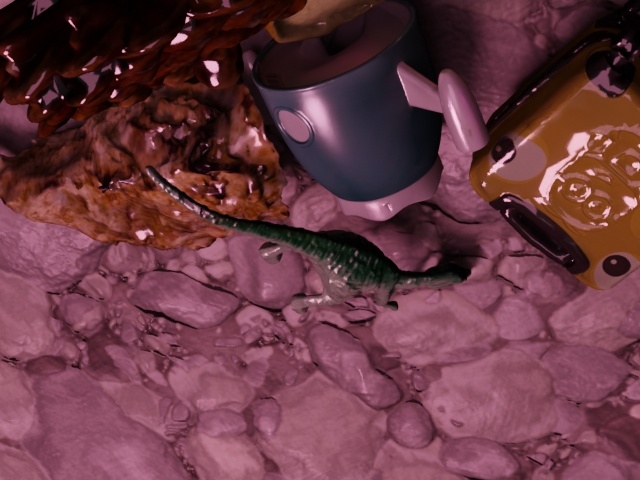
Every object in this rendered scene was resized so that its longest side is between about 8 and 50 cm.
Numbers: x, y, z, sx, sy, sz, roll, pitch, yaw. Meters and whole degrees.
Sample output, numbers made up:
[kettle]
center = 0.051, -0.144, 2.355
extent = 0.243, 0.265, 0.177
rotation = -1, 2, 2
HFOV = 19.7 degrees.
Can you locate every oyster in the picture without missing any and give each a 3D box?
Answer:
[oyster]
center = -0.179, -0.048, 1.881
extent = 0.396, 0.111, 0.204
rotation = -8, 128, 38

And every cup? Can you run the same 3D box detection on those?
[cup]
center = 0.041, -0.118, 1.740
extent = 0.299, 0.167, 0.173
rotation = 11, 135, 46

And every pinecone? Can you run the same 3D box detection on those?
[pinecone]
center = -0.141, -0.279, 1.406
extent = 0.397, 0.398, 0.398
rotation = 9, 125, 13

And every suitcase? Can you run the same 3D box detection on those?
[suitcase]
center = 0.270, -0.088, 1.692
extent = 0.194, 0.143, 0.235
rotation = 40, 125, -11

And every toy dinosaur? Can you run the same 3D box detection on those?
[toy dinosaur]
center = -0.029, 0.021, 1.824
extent = 0.383, 0.076, 0.129
rotation = 11, 147, -31

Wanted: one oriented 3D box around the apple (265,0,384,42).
[apple]
center = 0.041, -0.314, 1.592
extent = 0.254, 0.179, 0.346
rotation = 32, 131, -32
